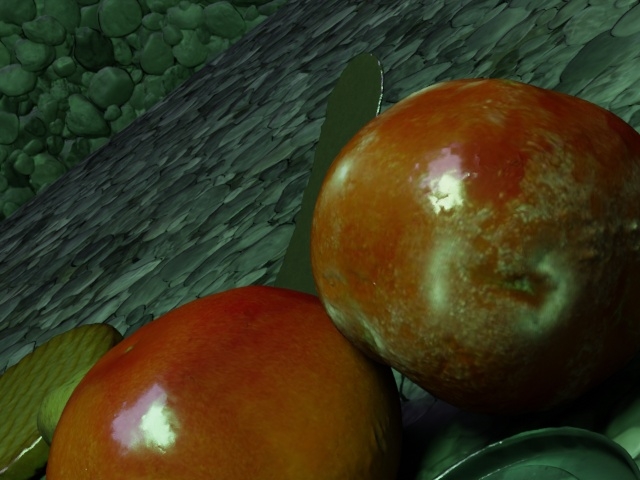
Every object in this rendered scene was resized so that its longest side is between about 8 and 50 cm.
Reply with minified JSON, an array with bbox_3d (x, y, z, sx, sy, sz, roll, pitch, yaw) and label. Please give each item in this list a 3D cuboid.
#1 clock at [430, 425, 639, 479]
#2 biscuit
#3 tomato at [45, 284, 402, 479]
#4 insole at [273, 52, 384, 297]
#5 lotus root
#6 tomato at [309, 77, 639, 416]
[{"bbox_3d":[0.094,0.176,0.636,0.184,0.040,0.184,-33,19,13],"label":"clock"},{"bbox_3d":[-0.342,0.206,1.362,0.318,0.040,0.318,-33,19,13],"label":"biscuit"},{"bbox_3d":[-0.073,0.139,0.817,0.260,0.180,0.260,-32,11,7],"label":"tomato"},{"bbox_3d":[0.000,0.000,1.009,0.111,0.007,0.327,3,77,56],"label":"insole"},{"bbox_3d":[-0.188,0.155,1.125,0.110,0.097,0.258,-39,9,-30],"label":"lotus root"},{"bbox_3d":[0.108,-0.008,0.765,0.232,0.232,0.188,-79,3,-64],"label":"tomato"}]
